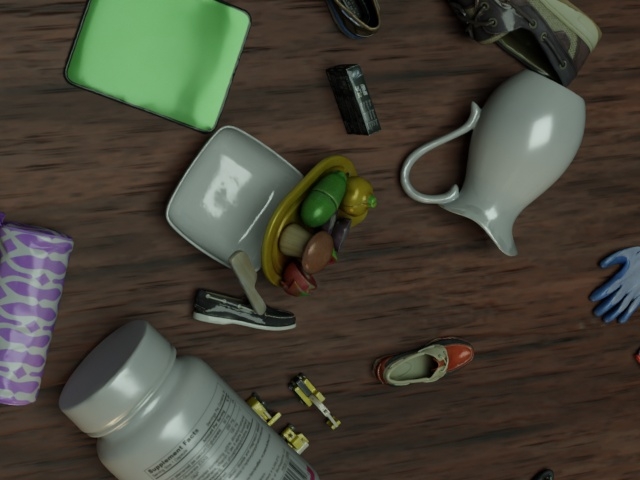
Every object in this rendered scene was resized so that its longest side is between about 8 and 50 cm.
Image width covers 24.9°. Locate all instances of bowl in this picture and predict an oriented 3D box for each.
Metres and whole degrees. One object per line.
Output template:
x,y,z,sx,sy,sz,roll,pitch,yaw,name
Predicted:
-0.101,-0.046,1.670,0.142,0.053,0.142,35,82,-21,bowl

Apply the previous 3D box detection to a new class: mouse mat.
-0.182,-0.220,1.645,0.190,0.007,0.152,20,89,-23,mouse mat

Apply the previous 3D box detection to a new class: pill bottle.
-0.147,0.230,1.624,0.160,0.160,0.283,-47,109,-11,pill bottle

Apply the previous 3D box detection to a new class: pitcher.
0.211,-0.110,1.758,0.178,0.125,0.207,28,95,-5,pitcher

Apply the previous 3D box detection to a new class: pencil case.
-0.332,0.080,1.581,0.088,0.086,0.206,15,89,5,pencil case

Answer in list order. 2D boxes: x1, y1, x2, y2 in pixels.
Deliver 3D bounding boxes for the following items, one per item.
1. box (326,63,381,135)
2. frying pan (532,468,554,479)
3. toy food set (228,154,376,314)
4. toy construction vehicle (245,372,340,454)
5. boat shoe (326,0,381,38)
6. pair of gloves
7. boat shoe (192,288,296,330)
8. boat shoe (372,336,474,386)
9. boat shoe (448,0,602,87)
0.038,-0.165,1.704,0.018,0.067,0.083,-24,103,-18,box
0.208,0.459,1.851,0.326,0.053,0.197,-29,106,-13,frying pan
0.000,0.000,1.661,0.218,0.071,0.128,-48,144,-28,toy food set
-0.033,0.208,1.733,0.086,0.035,0.098,-40,108,-13,toy construction vehicle
0.020,-0.319,1.680,0.066,0.066,0.183,-40,108,-13,boat shoe
0.445,0.079,1.912,0.159,0.023,0.198,-45,110,-12,pair of gloves
-0.087,0.080,1.695,0.125,0.046,0.038,8,98,-14,boat shoe
0.132,0.151,1.787,0.137,0.043,0.049,-10,97,-21,boat shoe
0.214,-0.277,1.742,0.285,0.103,0.092,27,78,-27,boat shoe
